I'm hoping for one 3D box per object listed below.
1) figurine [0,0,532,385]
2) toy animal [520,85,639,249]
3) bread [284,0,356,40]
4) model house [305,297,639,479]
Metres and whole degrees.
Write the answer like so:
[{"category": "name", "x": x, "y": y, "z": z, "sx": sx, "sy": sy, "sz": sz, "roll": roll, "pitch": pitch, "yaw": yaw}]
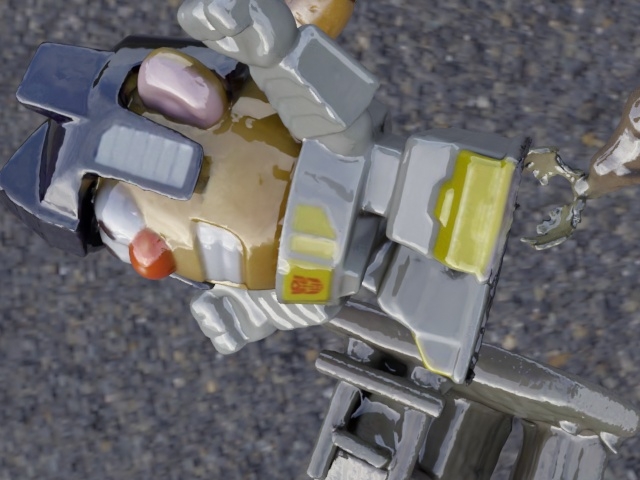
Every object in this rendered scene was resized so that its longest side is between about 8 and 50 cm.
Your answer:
[{"category": "figurine", "x": -0.029, "y": -0.028, "z": 0.835, "sx": 0.308, "sy": 0.143, "sz": 0.308, "roll": 11, "pitch": 126, "yaw": 16}, {"category": "toy animal", "x": 0.294, "y": -0.082, "z": 1.487, "sx": 0.214, "sy": 0.186, "sz": 0.094, "roll": 110, "pitch": 146, "yaw": -49}, {"category": "bread", "x": -0.017, "y": -0.217, "z": 1.414, "sx": 0.077, "sy": 0.114, "sz": 0.189, "roll": 44, "pitch": 150, "yaw": -16}, {"category": "model house", "x": 0.085, "y": 0.151, "z": 0.998, "sx": 0.229, "sy": 0.122, "sz": 0.188, "roll": 19, "pitch": 96, "yaw": 16}]
